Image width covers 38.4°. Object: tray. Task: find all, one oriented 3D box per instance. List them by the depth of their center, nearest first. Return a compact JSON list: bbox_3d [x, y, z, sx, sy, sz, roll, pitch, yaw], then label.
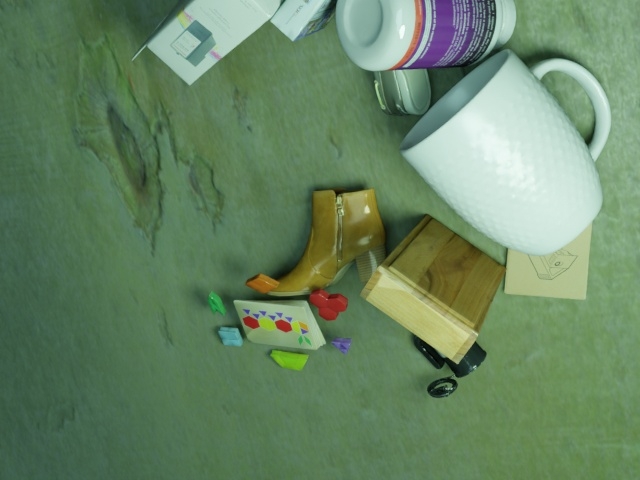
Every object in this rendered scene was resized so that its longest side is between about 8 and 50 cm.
[{"bbox_3d":[0.227,0.073,1.729,0.203,0.411,0.076,35,113,7],"label":"tray"}]

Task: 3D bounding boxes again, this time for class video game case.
[{"bbox_3d":[0.032,-0.488,1.682,0.061,0.269,0.244,40,111,-2],"label":"video game case"}]

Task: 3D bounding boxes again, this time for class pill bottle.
[{"bbox_3d":[0.197,-0.398,1.642,0.181,0.323,0.182,16,110,50],"label":"pill bottle"}]

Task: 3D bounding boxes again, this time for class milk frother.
[{"bbox_3d":[0.255,0.237,1.927,0.129,0.143,0.135,-37,98,28],"label":"milk frother"}]

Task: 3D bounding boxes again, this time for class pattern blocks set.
[{"bbox_3d":[-0.087,0.178,1.991,0.324,0.026,0.285,10,135,16],"label":"pattern blocks set"}]

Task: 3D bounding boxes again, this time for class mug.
[{"bbox_3d":[0.389,-0.176,1.723,0.374,0.276,0.328,-46,100,-9],"label":"mug"}]

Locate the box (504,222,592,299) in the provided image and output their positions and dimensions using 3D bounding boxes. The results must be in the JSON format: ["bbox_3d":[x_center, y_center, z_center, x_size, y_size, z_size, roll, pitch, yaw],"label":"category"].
[{"bbox_3d":[0.466,0.019,1.875,0.164,0.021,0.201,4,107,12],"label":"box"}]

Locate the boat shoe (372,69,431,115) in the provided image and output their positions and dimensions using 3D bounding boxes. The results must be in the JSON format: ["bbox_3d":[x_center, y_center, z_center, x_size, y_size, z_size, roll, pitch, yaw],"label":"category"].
[{"bbox_3d":[0.135,-0.389,1.777,0.091,0.109,0.305,0,109,41],"label":"boat shoe"}]

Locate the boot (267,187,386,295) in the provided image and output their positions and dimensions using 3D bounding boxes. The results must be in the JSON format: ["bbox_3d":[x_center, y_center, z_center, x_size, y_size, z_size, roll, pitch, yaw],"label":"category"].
[{"bbox_3d":[0.000,0.000,1.949,0.295,0.104,0.211,-12,92,23],"label":"boot"}]

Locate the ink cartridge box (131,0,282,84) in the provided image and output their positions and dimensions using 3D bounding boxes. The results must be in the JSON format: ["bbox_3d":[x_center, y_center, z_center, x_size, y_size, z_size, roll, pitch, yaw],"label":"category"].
[{"bbox_3d":[-0.194,-0.435,1.742,0.119,0.207,0.353,42,141,-20],"label":"ink cartridge box"}]
